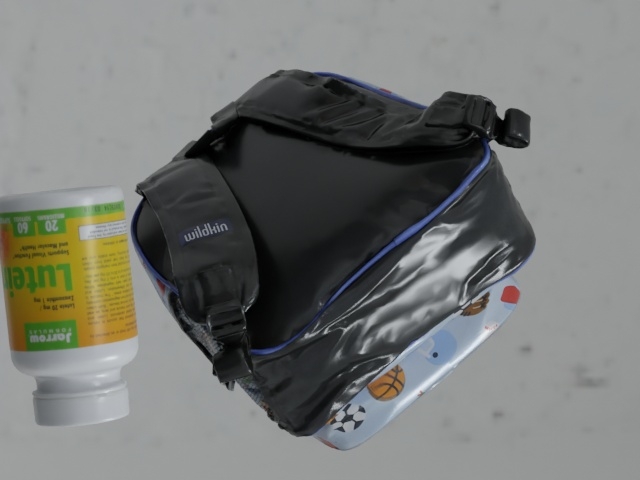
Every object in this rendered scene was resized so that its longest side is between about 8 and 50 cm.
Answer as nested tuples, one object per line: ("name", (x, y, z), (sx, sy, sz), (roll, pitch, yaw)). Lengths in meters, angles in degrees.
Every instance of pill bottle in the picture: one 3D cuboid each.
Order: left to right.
("pill bottle", (-0.265, 0.069, 1.893), (0.136, 0.136, 0.246), (-175, -101, -72))

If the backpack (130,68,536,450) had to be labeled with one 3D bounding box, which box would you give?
("backpack", (0.000, 0.000, 1.296), (0.263, 0.276, 0.213), (40, -19, 46))
